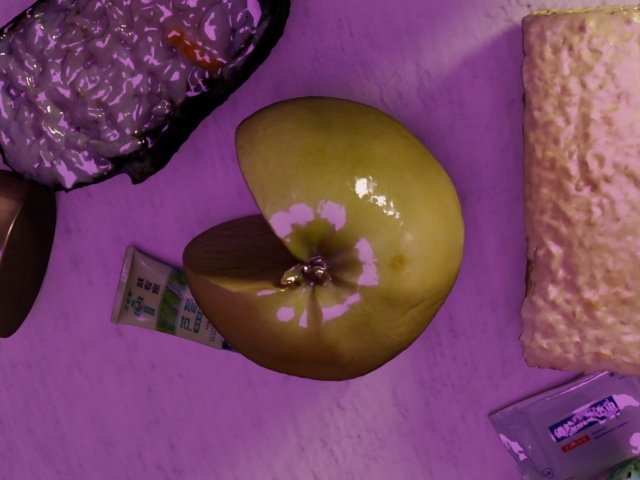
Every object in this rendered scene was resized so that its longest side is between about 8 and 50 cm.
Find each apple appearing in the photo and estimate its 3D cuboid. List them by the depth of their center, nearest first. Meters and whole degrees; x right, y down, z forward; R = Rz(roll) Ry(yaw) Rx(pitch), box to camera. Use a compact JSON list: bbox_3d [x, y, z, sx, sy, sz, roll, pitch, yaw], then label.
[{"bbox_3d":[0.000,0.000,1.318,0.291,0.254,0.292,1,107,4],"label":"apple"}]

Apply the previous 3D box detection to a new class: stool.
[{"bbox_3d":[-0.443,-0.012,1.413,0.264,0.179,0.179,15,106,4],"label":"stool"}]

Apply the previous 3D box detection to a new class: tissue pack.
[{"bbox_3d":[0.298,0.203,1.443,0.193,0.026,0.123,-31,98,14],"label":"tissue pack"}]

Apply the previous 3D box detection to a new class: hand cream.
[{"bbox_3d":[-0.147,0.076,1.462,0.175,0.046,0.095,17,108,5],"label":"hand cream"}]

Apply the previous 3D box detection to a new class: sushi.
[{"bbox_3d":[-0.184,-0.192,1.338,0.350,0.171,0.211,-39,94,14],"label":"sushi"}]

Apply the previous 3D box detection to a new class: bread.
[{"bbox_3d":[0.319,-0.049,1.307,0.236,0.165,0.376,2,105,12],"label":"bread"}]

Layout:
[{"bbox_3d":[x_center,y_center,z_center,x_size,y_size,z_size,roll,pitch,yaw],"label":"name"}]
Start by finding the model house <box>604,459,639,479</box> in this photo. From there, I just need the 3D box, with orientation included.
[{"bbox_3d":[0.260,0.388,1.394,0.241,0.261,0.226,-22,92,26],"label":"model house"}]
